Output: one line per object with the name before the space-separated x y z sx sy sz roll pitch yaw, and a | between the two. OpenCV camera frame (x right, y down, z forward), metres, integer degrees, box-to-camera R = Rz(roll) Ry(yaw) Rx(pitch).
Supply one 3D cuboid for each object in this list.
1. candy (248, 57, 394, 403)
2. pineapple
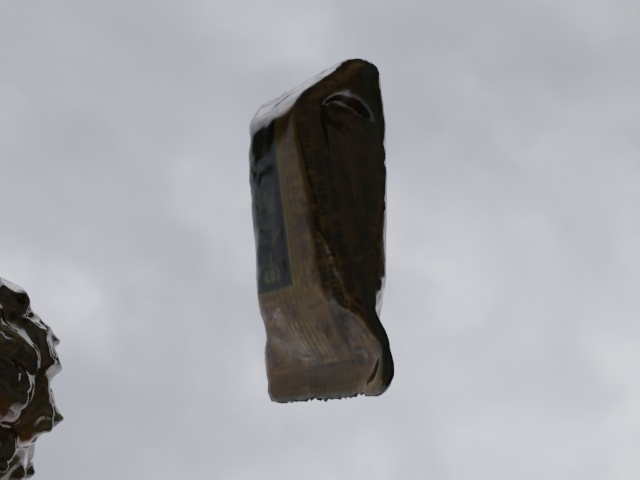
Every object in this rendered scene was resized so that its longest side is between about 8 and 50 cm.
candy | 0.000 0.000 1.439 0.101 0.143 0.271 9 -110 -40
pineapple | -0.227 0.098 0.920 0.166 0.193 0.166 27 -152 -16
